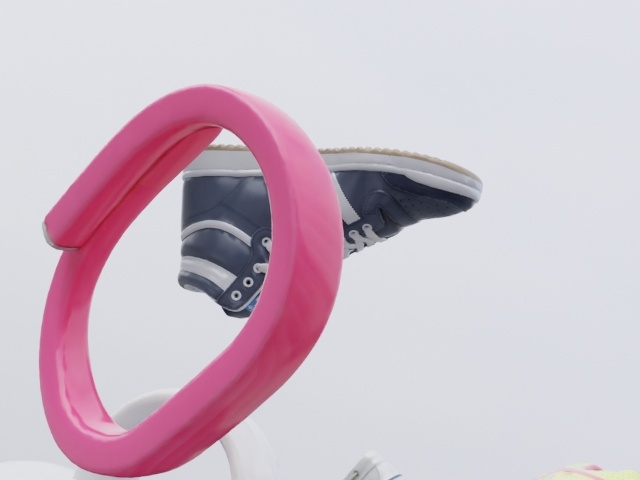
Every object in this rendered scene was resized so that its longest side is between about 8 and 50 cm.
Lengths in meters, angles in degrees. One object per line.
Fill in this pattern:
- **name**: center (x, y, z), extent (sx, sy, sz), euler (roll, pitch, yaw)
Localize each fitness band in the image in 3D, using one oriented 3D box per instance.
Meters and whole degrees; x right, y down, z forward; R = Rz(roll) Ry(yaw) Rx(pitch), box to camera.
- **fitness band**: center (-0.098, 0.028, 0.914), extent (0.054, 0.209, 0.291), euler (9, -41, -43)

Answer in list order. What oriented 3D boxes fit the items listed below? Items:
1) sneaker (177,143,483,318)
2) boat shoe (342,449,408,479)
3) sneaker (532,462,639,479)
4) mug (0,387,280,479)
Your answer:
- **sneaker**: center (0.000, 0.000, 1.237), extent (0.282, 0.153, 0.099), euler (3, -12, 24)
- **boat shoe**: center (0.022, 0.332, 1.690), extent (0.226, 0.076, 0.083), euler (-47, -22, 27)
- **sneaker**: center (0.139, 0.171, 0.819), extent (0.081, 0.094, 0.208), euler (64, -11, 8)
- **mug**: center (-0.147, 0.291, 1.048), extent (0.276, 0.374, 0.328), euler (26, -9, -39)
